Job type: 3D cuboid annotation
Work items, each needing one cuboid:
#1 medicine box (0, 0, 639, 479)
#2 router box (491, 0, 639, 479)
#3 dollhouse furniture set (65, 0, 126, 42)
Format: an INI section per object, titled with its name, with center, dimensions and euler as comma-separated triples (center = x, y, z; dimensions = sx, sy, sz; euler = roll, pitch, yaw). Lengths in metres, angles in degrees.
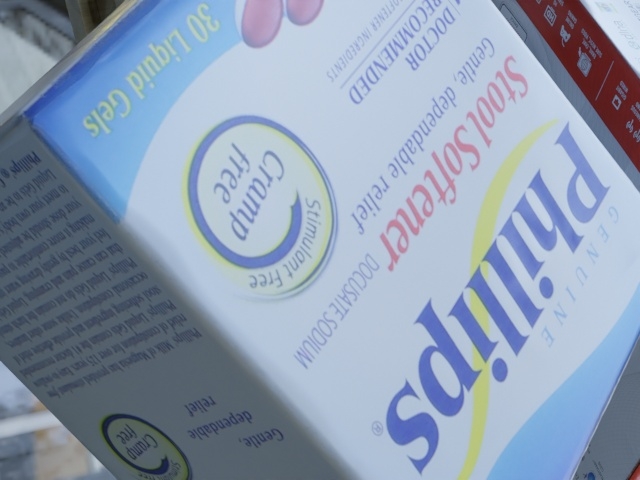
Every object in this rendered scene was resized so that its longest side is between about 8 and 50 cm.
[medicine box]
center = 0.000, 0.000, 0.641
dimensions = 0.289, 0.263, 0.149
euler = 48, -40, -14
[router box]
center = 0.187, 0.004, 0.919
dimensions = 0.335, 0.082, 0.301
euler = -115, -147, -42
[dollhouse furniture set]
center = -0.060, -0.207, 0.985
dimensions = 0.212, 0.161, 0.242
euler = -9, -79, 18
